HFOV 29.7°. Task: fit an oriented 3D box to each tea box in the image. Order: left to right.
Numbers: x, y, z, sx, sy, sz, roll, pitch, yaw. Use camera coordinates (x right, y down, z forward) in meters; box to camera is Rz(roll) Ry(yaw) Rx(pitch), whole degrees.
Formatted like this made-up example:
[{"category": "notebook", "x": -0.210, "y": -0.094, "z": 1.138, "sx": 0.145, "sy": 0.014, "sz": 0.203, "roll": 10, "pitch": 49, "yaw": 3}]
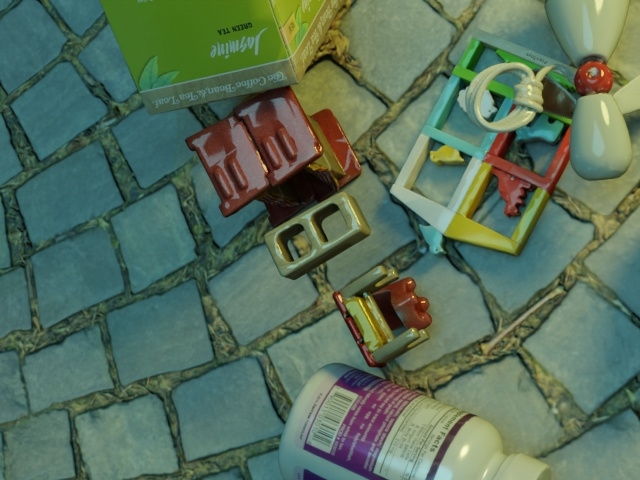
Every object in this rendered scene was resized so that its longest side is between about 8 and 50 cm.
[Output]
[{"category": "tea box", "x": -0.135, "y": -0.386, "z": 1.537, "sx": 0.220, "sy": 0.329, "sz": 0.323, "roll": -9, "pitch": 120, "yaw": 20}]

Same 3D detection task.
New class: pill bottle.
[{"category": "pill bottle", "x": 0.115, "y": 0.272, "z": 1.453, "sx": 0.301, "sy": 0.169, "sz": 0.169, "roll": 20, "pitch": 87, "yaw": 24}]

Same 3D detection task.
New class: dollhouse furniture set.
[{"category": "dollhouse furniture set", "x": 0.000, "y": 0.000, "z": 1.547, "sx": 0.152, "sy": 0.201, "sz": 0.374, "roll": -30, "pitch": 76, "yaw": 13}]

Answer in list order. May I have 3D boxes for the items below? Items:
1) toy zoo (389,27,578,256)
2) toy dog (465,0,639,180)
[{"category": "toy zoo", "x": 0.218, "y": -0.110, "z": 1.564, "sx": 0.192, "sy": 0.030, "sz": 0.293, "roll": 27, "pitch": 90, "yaw": 24}, {"category": "toy dog", "x": 0.322, "y": -0.234, "z": 1.477, "sx": 0.220, "sy": 0.161, "sz": 0.334, "roll": 18, "pitch": 82, "yaw": 13}]
